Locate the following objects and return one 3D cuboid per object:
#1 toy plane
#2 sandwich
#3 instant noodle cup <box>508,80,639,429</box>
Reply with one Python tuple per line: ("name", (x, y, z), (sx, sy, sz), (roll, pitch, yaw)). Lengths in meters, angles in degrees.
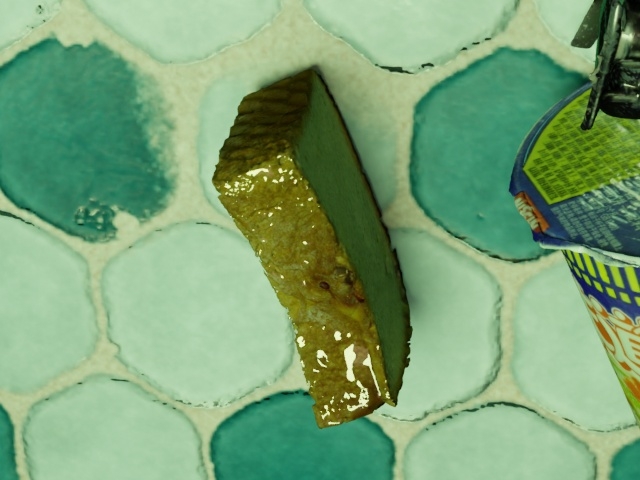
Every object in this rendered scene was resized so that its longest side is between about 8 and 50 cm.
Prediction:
("toy plane", (0.211, -0.180, 0.876), (0.106, 0.155, 0.381), (1, 151, 3))
("sandwich", (0.000, 0.000, 1.077), (0.065, 0.186, 0.214), (-17, 116, 14))
("instant noodle cup", (0.305, 0.054, 1.031), (0.284, 0.284, 0.312), (-12, 122, 14))
